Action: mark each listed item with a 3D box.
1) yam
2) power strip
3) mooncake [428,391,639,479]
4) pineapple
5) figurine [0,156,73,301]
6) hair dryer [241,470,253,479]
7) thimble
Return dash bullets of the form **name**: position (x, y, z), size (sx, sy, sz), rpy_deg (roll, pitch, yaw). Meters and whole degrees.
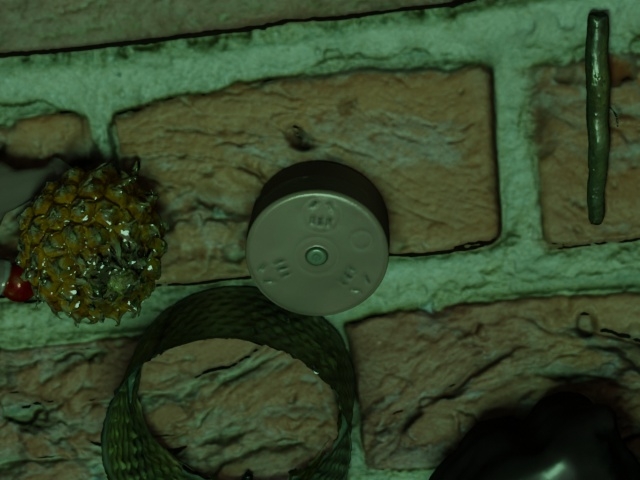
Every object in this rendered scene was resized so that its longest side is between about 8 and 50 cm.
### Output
- **yam**: position (0.284, -0.120, 1.774), size (0.029, 0.027, 0.234), rpy_deg (-15, 120, -19)
- **power strip**: position (0.000, 0.000, 1.824), size (0.154, 0.078, 0.154), rpy_deg (1, 117, 3)
- **mooncake**: position (0.274, 0.363, 1.907), size (0.350, 0.212, 0.381), rpy_deg (-37, 107, 1)
- **pineapple**: position (-0.216, 0.019, 1.782), size (0.161, 0.137, 0.176), rpy_deg (5, 112, -34)
- **figurine**: position (-0.406, -0.032, 1.784), size (0.287, 0.186, 0.176), rpy_deg (16, 144, -24)
- **hair dryer**: position (-0.085, 0.363, 2.042), size (0.173, 0.050, 0.195), rpy_deg (23, 113, -12)
- **thimble**: position (-0.094, 0.196, 1.880), size (0.271, 0.150, 0.271), rpy_deg (2, 113, 4)
